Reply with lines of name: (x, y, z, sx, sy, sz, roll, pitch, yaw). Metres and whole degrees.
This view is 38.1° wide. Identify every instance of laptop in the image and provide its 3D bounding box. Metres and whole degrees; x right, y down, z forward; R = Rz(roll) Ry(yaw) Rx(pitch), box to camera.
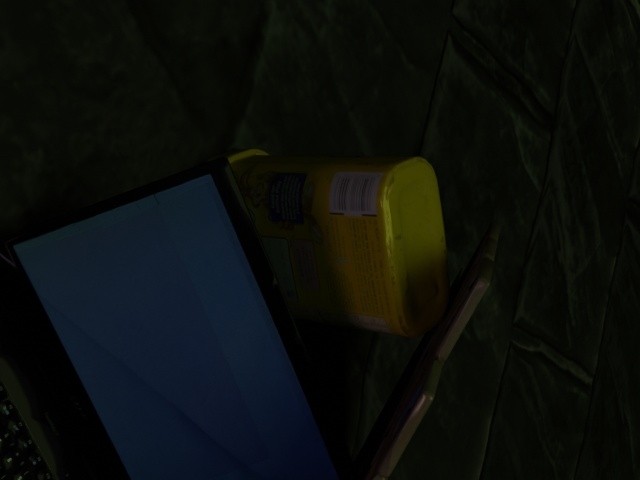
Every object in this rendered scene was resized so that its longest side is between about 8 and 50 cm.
laptop: (-0.134, 0.119, 0.506, 0.264, 0.137, 0.234, -40, 115, -45)

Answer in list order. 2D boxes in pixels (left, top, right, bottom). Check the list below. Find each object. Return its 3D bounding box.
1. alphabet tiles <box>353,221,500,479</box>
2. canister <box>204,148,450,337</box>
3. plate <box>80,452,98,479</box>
alphabet tiles: (0.041, 0.151, 0.663, 0.342, 0.011, 0.285, -63, 174, 16)
canister: (0.000, 0.000, 0.650, 0.073, 0.170, 0.126, -26, 113, -46)
plate: (-0.123, 0.222, 0.639, 0.188, 0.024, 0.188, -5, 96, -50)
